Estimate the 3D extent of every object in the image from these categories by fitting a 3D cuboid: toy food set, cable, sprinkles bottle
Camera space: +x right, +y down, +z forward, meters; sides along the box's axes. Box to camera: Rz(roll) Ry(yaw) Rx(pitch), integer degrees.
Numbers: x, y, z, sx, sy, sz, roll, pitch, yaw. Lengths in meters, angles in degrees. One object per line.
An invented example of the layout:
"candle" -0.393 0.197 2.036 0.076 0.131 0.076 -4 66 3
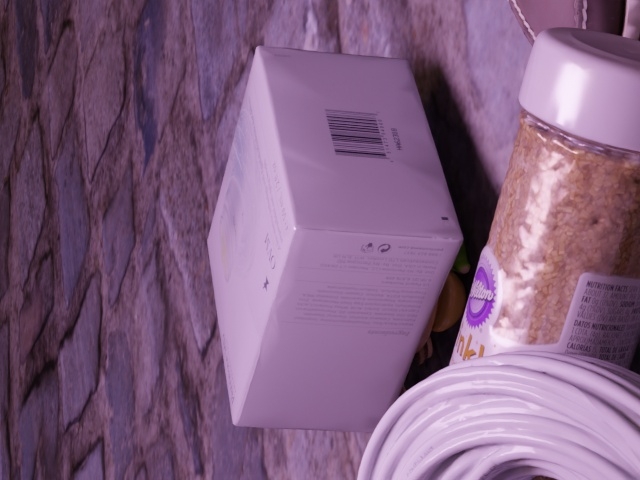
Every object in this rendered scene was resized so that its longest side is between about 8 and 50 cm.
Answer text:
"toy food set" 0.086 0.036 1.309 0.132 0.038 0.192 -111 29 -56
"cable" 0.142 0.189 0.951 0.257 0.089 0.257 -21 85 37
"sprinkles bottle" 0.155 0.045 1.045 0.121 0.121 0.355 -134 53 -59

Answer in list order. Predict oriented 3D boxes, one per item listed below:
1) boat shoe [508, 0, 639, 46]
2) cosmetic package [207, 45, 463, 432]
"boat shoe" 0.146 -0.247 1.149 0.116 0.096 0.324 128 140 -50
"cosmetic package" 0.000 0.000 1.298 0.224 0.138 0.225 -102 21 -46
